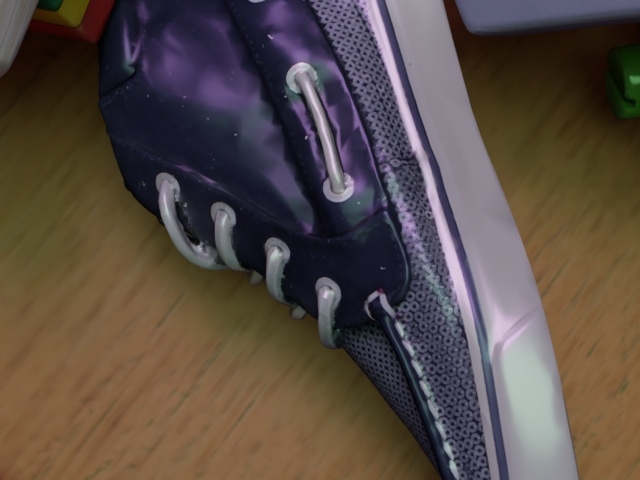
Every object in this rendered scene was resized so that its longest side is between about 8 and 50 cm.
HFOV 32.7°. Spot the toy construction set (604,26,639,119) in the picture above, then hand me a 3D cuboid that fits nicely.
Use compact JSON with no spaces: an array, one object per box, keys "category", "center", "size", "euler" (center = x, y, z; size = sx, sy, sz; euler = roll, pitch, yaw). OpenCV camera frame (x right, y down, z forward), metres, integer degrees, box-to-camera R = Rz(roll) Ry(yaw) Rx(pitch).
[{"category":"toy construction set","center":[0.235,-0.166,0.489],"size":[0.237,0.257,0.309],"euler":[-11,61,7]}]

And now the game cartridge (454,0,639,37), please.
[{"category":"game cartridge","center":[0.114,-0.230,0.407],"size":[0.196,0.060,0.294],"euler":[1,100,35]}]

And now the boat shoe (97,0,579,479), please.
[{"category":"boat shoe","center":[0.000,0.000,0.489],"size":[0.158,0.127,0.340],"euler":[-15,74,1]}]

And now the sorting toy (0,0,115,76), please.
[{"category":"sorting toy","center":[-0.175,-0.199,0.480],"size":[0.255,0.089,0.257],"euler":[15,81,24]}]
